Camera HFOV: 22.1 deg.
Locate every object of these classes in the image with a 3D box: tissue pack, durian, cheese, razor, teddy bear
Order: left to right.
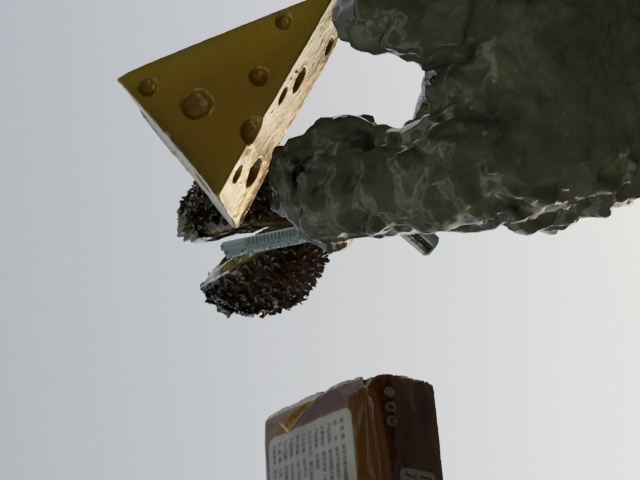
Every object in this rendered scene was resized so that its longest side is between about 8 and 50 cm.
[{"bbox_3d":[-0.046,-0.120,1.250,0.126,0.171,0.093,48,174,15],"label":"cheese"},{"bbox_3d":[-0.057,-0.009,1.787,0.196,0.196,0.167,52,-165,-18],"label":"durian"},{"bbox_3d":[0.000,-0.007,1.558,0.084,0.211,0.036,40,-129,-53],"label":"razor"},{"bbox_3d":[0.030,0.250,1.496,0.092,0.183,0.226,19,-122,-39],"label":"tissue pack"},{"bbox_3d":[0.142,-0.179,1.229,0.357,0.224,0.367,-9,-76,-40],"label":"teddy bear"}]
